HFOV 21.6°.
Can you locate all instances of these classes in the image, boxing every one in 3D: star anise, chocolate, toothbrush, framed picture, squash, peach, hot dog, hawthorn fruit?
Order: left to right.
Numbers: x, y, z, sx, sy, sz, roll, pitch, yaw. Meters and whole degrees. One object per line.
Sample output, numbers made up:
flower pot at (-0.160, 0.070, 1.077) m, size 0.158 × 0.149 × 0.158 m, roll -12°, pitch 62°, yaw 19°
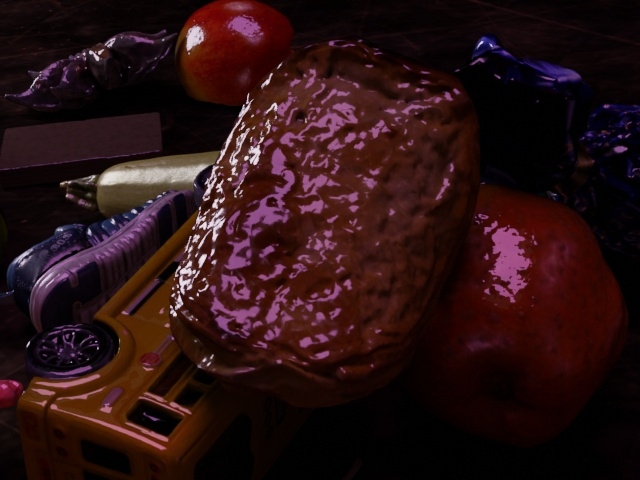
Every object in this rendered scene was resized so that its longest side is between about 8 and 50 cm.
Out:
framed picture at (-0.250, -0.097, 1.767) m, size 0.169 × 0.023 × 0.128 m, roll -7°, pitch 24°, yaw -4°
star anise at (-0.251, -0.195, 1.920) m, size 0.181 × 0.061 × 0.204 m, roll -12°, pitch 14°, yaw 45°
squash at (-0.149, -0.043, 1.558) m, size 0.224 × 0.094 × 0.094 m, roll 3°, pitch 25°, yaw 30°
peach at (-0.099, -0.215, 1.911) m, size 0.151 × 0.151 × 0.118 m, roll -6°, pitch -20°, yaw -3°
hot dog at (0.000, 0.000, 1.087) m, size 0.175 × 0.114 × 0.259 m, roll 23°, pitch 64°, yaw 2°
toothbrush at (0.008, 0.174, 1.135) m, size 0.008 × 0.006 × 0.097 m, roll 3°, pitch 25°, yaw 26°
hawthorn fruit at (0.133, 0.056, 1.186) m, size 0.189 × 0.189 × 0.189 m, roll -4°, pitch 24°, yaw 2°
chocolate at (0.174, -0.069, 1.271) m, size 0.148 × 0.126 × 0.343 m, roll 3°, pitch -7°, yaw 35°

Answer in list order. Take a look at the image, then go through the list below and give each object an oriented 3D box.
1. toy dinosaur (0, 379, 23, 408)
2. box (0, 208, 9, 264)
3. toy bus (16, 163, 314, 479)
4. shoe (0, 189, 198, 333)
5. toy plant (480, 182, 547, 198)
toy dinosaur at (-0.357, 0.146, 1.216) m, size 0.286 × 0.070 × 0.139 m, roll -17°, pitch 16°, yaw -18°
box at (-0.407, -0.052, 1.612) m, size 0.134 × 0.097 × 0.345 m, roll -23°, pitch 29°, yaw -18°
toy bus at (-0.072, 0.079, 1.174) m, size 0.151 × 0.145 × 0.331 m, roll 14°, pitch 38°, yaw 23°
shoe at (-0.185, 0.012, 1.426) m, size 0.106 × 0.091 × 0.207 m, roll 23°, pitch 39°, yaw 37°
toy plant at (0.124, -0.044, 1.464) m, size 0.243 × 0.112 × 0.232 m, roll 3°, pitch 29°, yaw -7°
